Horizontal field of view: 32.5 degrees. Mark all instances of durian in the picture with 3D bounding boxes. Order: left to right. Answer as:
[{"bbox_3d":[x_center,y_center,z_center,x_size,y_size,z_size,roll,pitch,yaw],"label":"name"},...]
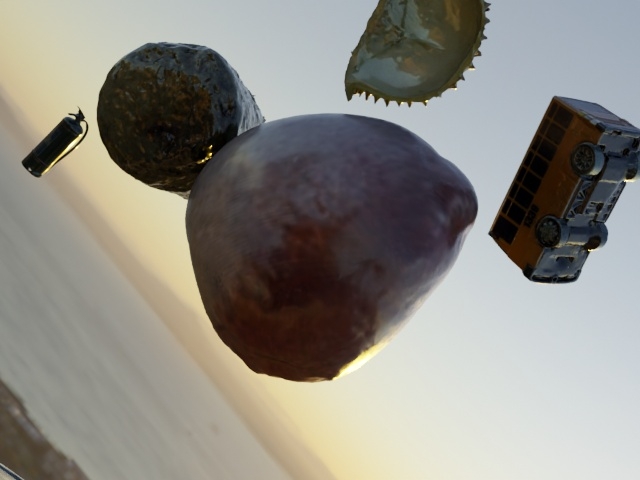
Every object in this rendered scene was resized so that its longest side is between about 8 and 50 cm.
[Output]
[{"bbox_3d":[0.130,-0.267,1.339,0.139,0.252,0.144,14,25,-32],"label":"durian"}]

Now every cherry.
[{"bbox_3d":[-0.004,-0.009,1.304,0.291,0.335,0.326,43,0,-42],"label":"cherry"}]

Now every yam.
[{"bbox_3d":[-0.175,-0.155,1.477,0.195,0.195,0.300,49,2,6],"label":"yam"}]

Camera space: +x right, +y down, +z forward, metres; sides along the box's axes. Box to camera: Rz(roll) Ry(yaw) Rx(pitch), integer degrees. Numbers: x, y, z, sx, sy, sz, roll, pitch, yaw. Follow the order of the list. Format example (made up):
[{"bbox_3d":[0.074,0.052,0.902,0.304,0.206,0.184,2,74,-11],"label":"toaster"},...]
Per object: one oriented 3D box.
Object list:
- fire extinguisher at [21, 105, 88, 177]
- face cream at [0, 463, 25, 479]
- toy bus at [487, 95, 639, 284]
[{"bbox_3d":[-0.258,-0.098,1.090,0.025,0.083,0.038,52,13,31],"label":"fire extinguisher"},{"bbox_3d":[-0.255,0.258,0.759,0.201,0.187,0.201,33,-15,10],"label":"face cream"},{"bbox_3d":[0.281,-0.058,1.269,0.098,0.201,0.114,2,30,-39],"label":"toy bus"}]
